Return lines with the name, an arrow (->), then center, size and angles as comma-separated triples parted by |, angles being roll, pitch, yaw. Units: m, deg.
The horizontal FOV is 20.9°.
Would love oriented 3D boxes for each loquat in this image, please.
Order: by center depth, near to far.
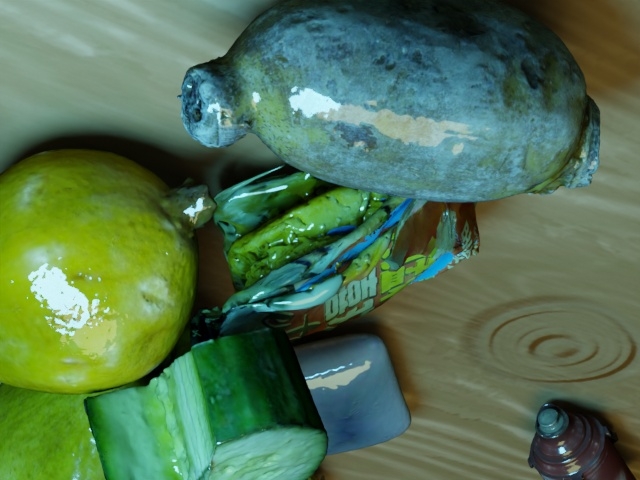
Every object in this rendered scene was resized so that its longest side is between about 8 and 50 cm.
loquat -> -0.193, 0.018, 1.488 | 0.246, 0.213, 0.213 | -28, 140, 13

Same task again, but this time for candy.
candy -> 0.016, 0.163, 1.828 | 0.138, 0.071, 0.174 | -14, 142, 6

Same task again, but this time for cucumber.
cucumber -> -0.084, 0.157, 1.460 | 0.191, 0.130, 0.191 | -22, 165, -6

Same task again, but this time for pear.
pear -> -0.190, 0.203, 1.684 | 0.287, 0.287, 0.375 | 6, 132, -18

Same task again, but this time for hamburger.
hamburger -> -0.003, -0.005, 1.542 | 0.276, 0.150, 0.260 | -19, 167, -38

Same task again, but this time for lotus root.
lotus root -> 0.061, -0.121, 1.373 | 0.350, 0.175, 0.175 | 6, 141, -18

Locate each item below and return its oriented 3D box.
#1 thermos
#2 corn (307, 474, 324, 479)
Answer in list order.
thermos -> 0.304, 0.268, 1.988 | 0.099, 0.124, 0.232 | -23, 134, 15
corn -> -0.061, 0.258, 1.929 | 0.091, 0.091, 0.260 | -11, 139, 16
